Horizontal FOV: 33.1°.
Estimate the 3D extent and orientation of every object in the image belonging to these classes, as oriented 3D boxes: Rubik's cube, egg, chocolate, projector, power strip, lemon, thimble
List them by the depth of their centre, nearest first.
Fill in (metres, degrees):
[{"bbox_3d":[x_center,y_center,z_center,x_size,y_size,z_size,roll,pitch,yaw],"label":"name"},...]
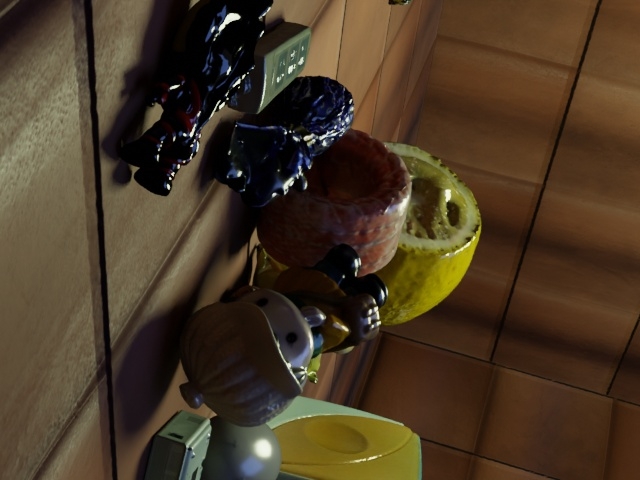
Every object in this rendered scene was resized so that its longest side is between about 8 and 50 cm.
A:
[{"bbox_3d":[-0.065,-0.244,1.479,0.286,0.048,0.080,-58,162,-65],"label":"power strip"},{"bbox_3d":[-0.048,-0.131,1.507,0.343,0.126,0.148,-54,134,-61],"label":"chocolate"},{"bbox_3d":[-0.206,0.333,1.541,0.115,0.061,0.147,-46,151,-75],"label":"projector"},{"bbox_3d":[-0.138,0.343,1.697,0.198,0.147,0.146,49,57,-71],"label":"egg"},{"bbox_3d":[0.017,-0.057,1.711,0.239,0.239,0.162,-66,166,-45],"label":"thimble"},{"bbox_3d":[-0.011,0.525,2.048,0.352,0.347,0.351,-73,178,-71],"label":"Rubik's cube"},{"bbox_3d":[0.116,0.011,2.115,0.364,0.364,0.364,15,90,-81],"label":"lemon"}]

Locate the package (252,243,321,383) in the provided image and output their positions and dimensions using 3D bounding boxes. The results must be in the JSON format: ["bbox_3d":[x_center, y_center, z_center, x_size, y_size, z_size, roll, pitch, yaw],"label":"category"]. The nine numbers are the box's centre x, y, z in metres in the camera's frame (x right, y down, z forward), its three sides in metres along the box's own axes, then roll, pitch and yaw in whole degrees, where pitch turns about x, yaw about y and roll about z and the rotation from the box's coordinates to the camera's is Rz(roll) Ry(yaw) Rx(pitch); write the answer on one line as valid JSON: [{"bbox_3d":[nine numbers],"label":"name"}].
[{"bbox_3d":[-0.054,0.119,1.755,0.090,0.226,0.168,-8,122,-31],"label":"package"}]

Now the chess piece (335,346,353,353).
[{"bbox_3d":[-0.013,0.174,2.104,0.094,0.171,0.094,17,90,-80],"label":"chess piece"}]

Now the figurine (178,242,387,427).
[{"bbox_3d":[-0.055,0.138,1.521,0.332,0.185,0.204,-22,154,-56],"label":"figurine"}]

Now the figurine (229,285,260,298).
[{"bbox_3d":[-0.106,0.141,1.661,0.126,0.114,0.157,-62,-179,32],"label":"figurine"}]

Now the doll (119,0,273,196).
[{"bbox_3d":[-0.128,-0.169,1.126,0.248,0.088,0.127,-62,-172,-17],"label":"doll"}]

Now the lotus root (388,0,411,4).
[{"bbox_3d":[0.162,-0.562,2.121,0.120,0.120,0.209,-60,162,-58],"label":"lotus root"}]
